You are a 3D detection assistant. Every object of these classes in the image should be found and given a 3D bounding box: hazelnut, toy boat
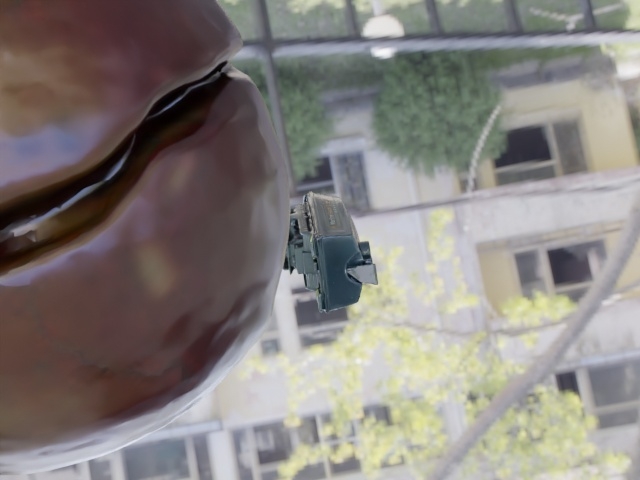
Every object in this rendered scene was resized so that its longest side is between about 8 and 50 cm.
[{"bbox_3d":[-0.214,-0.030,0.767,0.402,0.402,0.429,-5,-155,-30],"label":"hazelnut"},{"bbox_3d":[-0.003,0.001,1.625,0.122,0.114,0.296,-6,-162,-5],"label":"toy boat"}]
